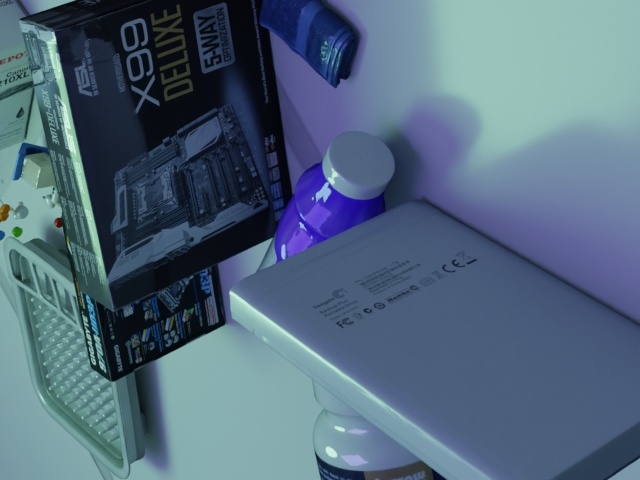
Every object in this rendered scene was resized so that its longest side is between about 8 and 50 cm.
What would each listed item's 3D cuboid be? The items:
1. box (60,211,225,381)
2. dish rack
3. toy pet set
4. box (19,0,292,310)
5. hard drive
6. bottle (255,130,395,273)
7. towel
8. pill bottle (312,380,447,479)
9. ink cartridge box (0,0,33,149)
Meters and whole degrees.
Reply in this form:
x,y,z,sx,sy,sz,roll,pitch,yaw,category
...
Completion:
x,y,z,sx,sy,sz,roll,pitch,yaw,category
-0.209,0.038,1.709,0.051,0.175,0.220,26,132,44,box
-0.350,0.162,2.104,0.285,0.072,0.333,30,135,41,dish rack
-0.415,-0.072,1.993,0.065,0.122,0.114,33,118,30,toy pet set
-0.158,-0.114,1.465,0.076,0.242,0.308,25,130,46,box
0.121,0.088,1.205,0.353,0.233,0.047,32,135,41,hard drive
0.000,0.000,1.431,0.092,0.118,0.283,25,142,-2,bottle
-0.013,-0.208,1.387,0.119,0.029,0.067,46,143,27,towel
0.075,0.235,1.454,0.153,0.153,0.265,16,125,50,pill bottle
-0.489,-0.212,1.944,0.100,0.172,0.237,52,146,19,ink cartridge box
